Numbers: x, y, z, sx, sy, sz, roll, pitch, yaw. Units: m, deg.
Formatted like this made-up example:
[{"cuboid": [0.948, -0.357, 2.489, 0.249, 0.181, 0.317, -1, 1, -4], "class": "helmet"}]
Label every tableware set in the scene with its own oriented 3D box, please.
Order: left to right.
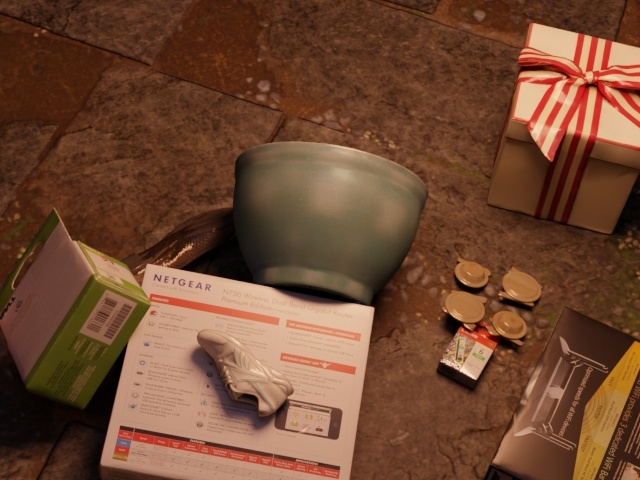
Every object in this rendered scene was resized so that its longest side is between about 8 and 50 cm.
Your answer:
[{"cuboid": [0.267, 0.091, 1.993, 0.141, 0.020, 0.168, 22, 44, 3], "class": "tableware set"}]

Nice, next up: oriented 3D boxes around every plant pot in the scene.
[{"cuboid": [0.000, 0.000, 1.897, 0.293, 0.293, 0.196, 10, 72, 1], "class": "plant pot"}]

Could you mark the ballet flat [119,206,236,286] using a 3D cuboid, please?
[{"cuboid": [-0.214, 0.018, 1.985, 0.250, 0.058, 0.084, -32, 28, -32], "class": "ballet flat"}]

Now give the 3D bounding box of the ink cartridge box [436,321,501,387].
[{"cuboid": [0.230, 0.162, 1.940, 0.063, 0.029, 0.115, 27, 56, 13], "class": "ink cartridge box"}]

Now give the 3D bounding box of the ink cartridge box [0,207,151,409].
[{"cuboid": [-0.363, 0.090, 1.831, 0.097, 0.188, 0.255, 28, 10, -33], "class": "ink cartridge box"}]

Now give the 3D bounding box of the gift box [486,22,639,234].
[{"cuboid": [0.419, -0.173, 2.067, 0.255, 0.258, 0.276, 10, 52, 1], "class": "gift box"}]

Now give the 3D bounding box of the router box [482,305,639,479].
[{"cuboid": [0.403, 0.272, 1.846, 0.243, 0.081, 0.308, 25, 55, 12], "class": "router box"}]

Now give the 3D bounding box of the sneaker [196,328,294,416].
[{"cuboid": [-0.111, 0.177, 1.725, 0.152, 0.053, 0.061, 37, 69, 8], "class": "sneaker"}]

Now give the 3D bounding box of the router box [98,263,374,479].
[{"cuboid": [-0.110, 0.211, 1.785, 0.336, 0.082, 0.301, 12, 64, -3], "class": "router box"}]
